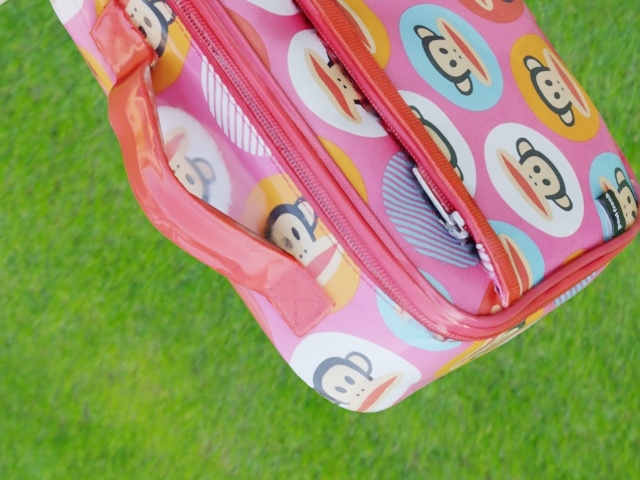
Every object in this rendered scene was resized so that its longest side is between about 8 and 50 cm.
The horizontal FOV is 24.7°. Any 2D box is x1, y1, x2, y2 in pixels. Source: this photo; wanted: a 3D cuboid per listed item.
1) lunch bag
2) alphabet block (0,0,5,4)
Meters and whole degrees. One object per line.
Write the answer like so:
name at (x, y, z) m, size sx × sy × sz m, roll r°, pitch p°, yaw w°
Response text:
lunch bag at (0.003, -0.068, 0.718) m, size 0.293 × 0.258 × 0.120 m, roll 54°, pitch 131°, yaw 8°
alphabet block at (-0.194, -0.159, 0.502) m, size 0.197 × 0.192 × 0.193 m, roll -33°, pitch 94°, yaw 14°
